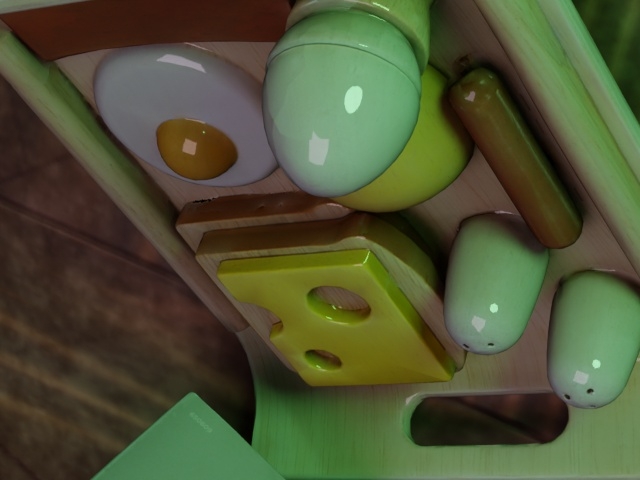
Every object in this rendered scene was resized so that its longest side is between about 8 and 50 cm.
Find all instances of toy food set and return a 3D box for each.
[{"bbox_3d":[0.000,0.000,0.675,0.220,0.092,0.306,-5,141,30],"label":"toy food set"}]

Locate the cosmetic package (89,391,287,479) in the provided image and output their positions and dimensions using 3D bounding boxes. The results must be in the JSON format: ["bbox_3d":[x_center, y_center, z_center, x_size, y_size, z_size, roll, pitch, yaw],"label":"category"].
[{"bbox_3d":[-0.088,0.177,0.815,0.107,0.127,0.238,41,148,10],"label":"cosmetic package"}]

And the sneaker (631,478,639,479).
[{"bbox_3d":[0.200,0.203,0.724,0.279,0.118,0.107,33,127,8],"label":"sneaker"}]
